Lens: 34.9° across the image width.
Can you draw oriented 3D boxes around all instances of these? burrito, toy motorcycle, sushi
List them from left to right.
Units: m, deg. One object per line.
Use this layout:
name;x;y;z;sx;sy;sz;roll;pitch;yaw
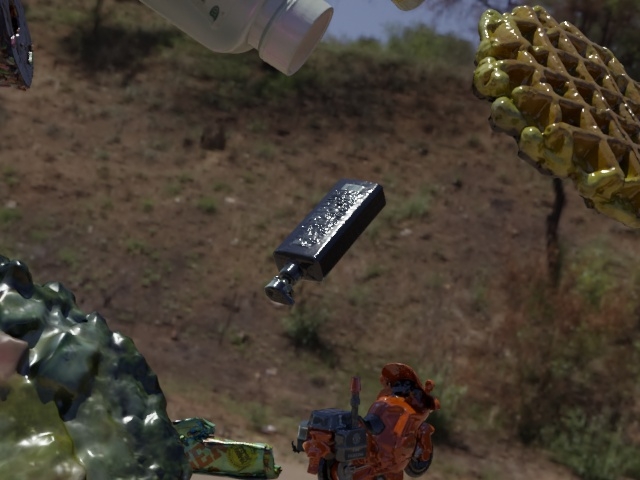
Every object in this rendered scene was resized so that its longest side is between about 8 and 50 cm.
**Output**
sushi;-0.258;0.180;0.780;0.294;0.351;0.178;0;-35;-32
burrito;-0.209;0.362;1.795;0.288;0.104;0.054;5;13;6
toy motorcycle;0.102;0.338;1.855;0.326;0.221;0.148;1;-2;-44

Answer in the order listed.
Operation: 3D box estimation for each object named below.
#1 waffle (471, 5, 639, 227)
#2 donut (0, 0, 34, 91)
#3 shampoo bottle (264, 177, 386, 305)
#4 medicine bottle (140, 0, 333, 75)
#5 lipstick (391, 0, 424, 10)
waffle;0.279;-0.133;1.063;0.282;0.058;0.300;29;39;-17
donut;-0.524;-0.350;1.620;0.089;0.235;0.235;-9;2;-4
shampoo bottle;-0.001;0.000;1.796;0.098;0.071;0.309;11;42;32
medicine bottle;-0.132;-0.337;1.311;0.296;0.161;0.111;36;15;3
lipstick;0.051;-0.390;1.290;0.059;0.059;0.264;14;-15;44
